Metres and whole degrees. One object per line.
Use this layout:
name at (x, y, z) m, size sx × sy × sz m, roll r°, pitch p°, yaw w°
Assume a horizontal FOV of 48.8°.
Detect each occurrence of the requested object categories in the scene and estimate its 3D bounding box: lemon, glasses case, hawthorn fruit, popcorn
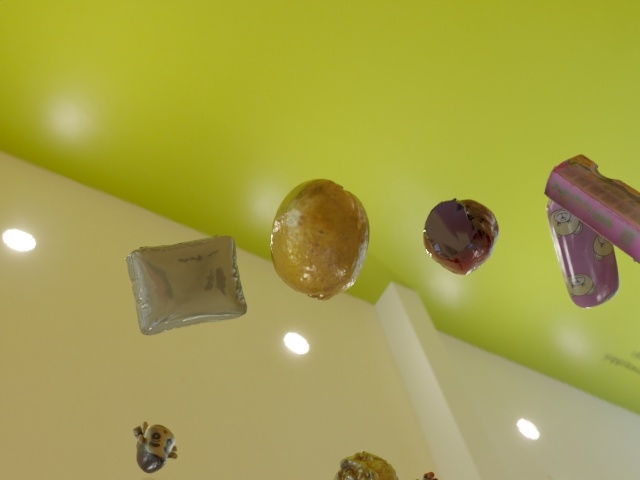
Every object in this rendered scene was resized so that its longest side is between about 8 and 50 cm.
lemon at (0.000, 0.000, 1.182) m, size 0.170 × 0.207 × 0.170 m, roll 10°, pitch -173°, yaw -1°
glasses case at (0.612, 0.017, 1.637) m, size 0.076 × 0.123 × 0.316 m, roll -106°, pitch -7°, yaw -67°
hawthorn fruit at (0.348, 0.003, 1.772) m, size 0.189 × 0.189 × 0.251 m, roll 43°, pitch 162°, yaw 26°
popcorn at (0.100, 0.622, 1.760) m, size 0.156 × 0.197 × 0.197 m, roll 18°, pitch -155°, yaw -39°

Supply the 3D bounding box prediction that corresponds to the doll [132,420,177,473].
doll at (-0.336, 0.411, 1.432) m, size 0.102 × 0.089 × 0.179 m, roll 31°, pitch 180°, yaw -19°

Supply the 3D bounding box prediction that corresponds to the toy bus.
toy bus at (0.572, -0.060, 1.379) m, size 0.112 × 0.090 × 0.274 m, roll -19°, pitch -135°, yaw -28°

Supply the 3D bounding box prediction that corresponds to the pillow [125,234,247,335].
pillow at (-0.380, 0.124, 2.027) m, size 0.322 × 0.120 × 0.255 m, roll -10°, pitch -94°, yaw -30°

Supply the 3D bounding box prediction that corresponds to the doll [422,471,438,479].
doll at (0.324, 0.796, 2.174) m, size 0.194 × 0.062 × 0.104 m, roll -51°, pitch -52°, yaw -55°

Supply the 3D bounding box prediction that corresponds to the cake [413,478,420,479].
cake at (0.232, 0.747, 1.984) m, size 0.135 × 0.098 × 0.287 m, roll 19°, pitch -174°, yaw 30°
